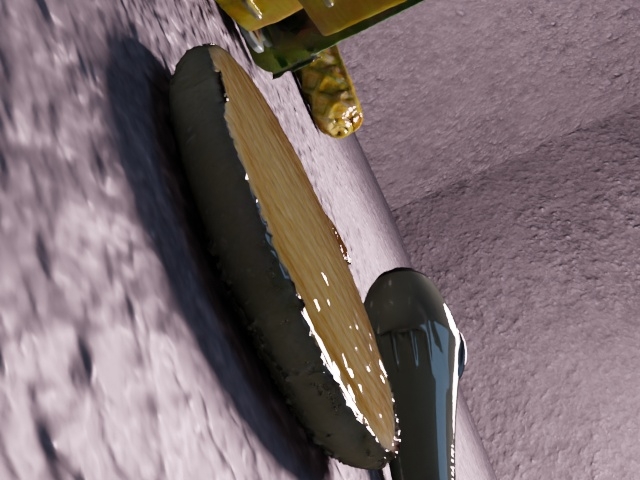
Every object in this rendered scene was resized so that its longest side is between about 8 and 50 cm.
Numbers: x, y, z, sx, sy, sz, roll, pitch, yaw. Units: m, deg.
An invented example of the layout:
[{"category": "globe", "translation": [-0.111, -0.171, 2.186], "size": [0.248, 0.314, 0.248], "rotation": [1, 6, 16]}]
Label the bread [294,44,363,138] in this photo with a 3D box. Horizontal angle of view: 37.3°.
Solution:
[{"category": "bread", "translation": [-0.002, -0.293, 1.622], "size": [0.098, 0.087, 0.269], "rotation": [60, 9, -70]}]

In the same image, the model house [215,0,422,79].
[{"category": "model house", "translation": [-0.025, -0.346, 0.840], "size": [0.340, 0.300, 0.323], "rotation": [65, 15, -8]}]

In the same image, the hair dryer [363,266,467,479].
[{"category": "hair dryer", "translation": [0.091, 0.181, 0.773], "size": [0.229, 0.092, 0.267], "rotation": [-83, 159, -64]}]

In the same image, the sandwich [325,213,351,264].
[{"category": "sandwich", "translation": [0.000, 0.000, 0.793], "size": [0.083, 0.031, 0.044], "rotation": [47, 22, -70]}]

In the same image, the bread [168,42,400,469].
[{"category": "bread", "translation": [-0.020, 0.009, 0.549], "size": [0.267, 0.040, 0.267], "rotation": [-24, 90, -83]}]
